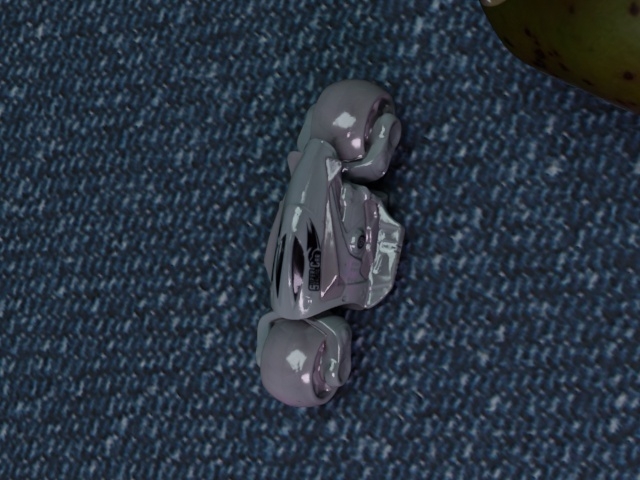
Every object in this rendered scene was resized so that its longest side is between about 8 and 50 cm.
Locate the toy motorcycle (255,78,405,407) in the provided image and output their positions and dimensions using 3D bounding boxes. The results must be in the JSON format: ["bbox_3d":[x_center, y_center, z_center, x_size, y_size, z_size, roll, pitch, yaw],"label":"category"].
[{"bbox_3d":[0.000,0.000,1.102,0.112,0.112,0.254,11,88,26],"label":"toy motorcycle"}]

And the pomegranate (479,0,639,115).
[{"bbox_3d":[0.205,-0.232,0.927,0.291,0.323,0.290,-8,74,30],"label":"pomegranate"}]
